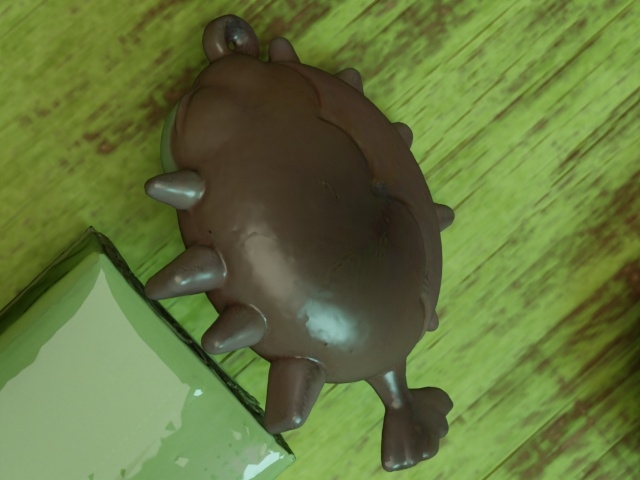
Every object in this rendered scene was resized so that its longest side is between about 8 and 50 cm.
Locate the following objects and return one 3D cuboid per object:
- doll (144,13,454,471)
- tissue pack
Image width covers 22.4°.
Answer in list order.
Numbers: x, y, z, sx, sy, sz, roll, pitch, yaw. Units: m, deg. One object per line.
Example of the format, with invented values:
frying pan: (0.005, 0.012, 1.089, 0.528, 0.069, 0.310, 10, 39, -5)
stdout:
doll: (0.000, 0.000, 0.870, 0.211, 0.093, 0.262, -36, 100, -44)
tissue pack: (-0.153, 0.131, 0.867, 0.234, 0.125, 0.159, -42, 102, -4)
